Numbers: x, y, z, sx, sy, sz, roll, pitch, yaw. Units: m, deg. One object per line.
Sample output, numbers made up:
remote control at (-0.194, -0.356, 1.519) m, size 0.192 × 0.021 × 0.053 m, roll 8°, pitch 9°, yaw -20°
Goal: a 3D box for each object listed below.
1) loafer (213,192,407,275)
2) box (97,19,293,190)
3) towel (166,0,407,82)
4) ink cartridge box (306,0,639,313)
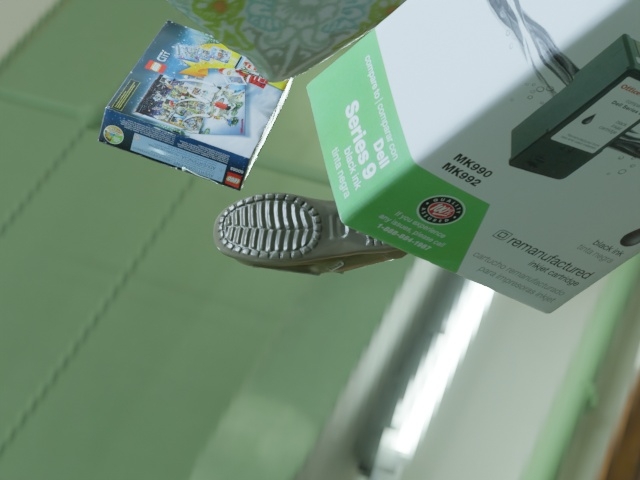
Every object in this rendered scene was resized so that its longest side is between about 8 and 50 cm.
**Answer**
loafer at (0.000, 0.000, 1.203) m, size 0.050 × 0.148 × 0.056 m, roll 76°, pitch -163°, yaw -62°
box at (-0.128, -0.151, 1.884) m, size 0.233 × 0.159 × 0.044 m, roll -67°, pitch -4°, yaw -57°
towel at (-0.011, -0.291, 1.329) m, size 0.374 × 0.320 × 0.090 m, roll 35°, pitch -143°, yaw -47°
ink cartridge box at (0.169, -0.100, 1.081) m, size 0.211 × 0.289 × 0.122 m, roll 23°, pitch -138°, yaw -38°
